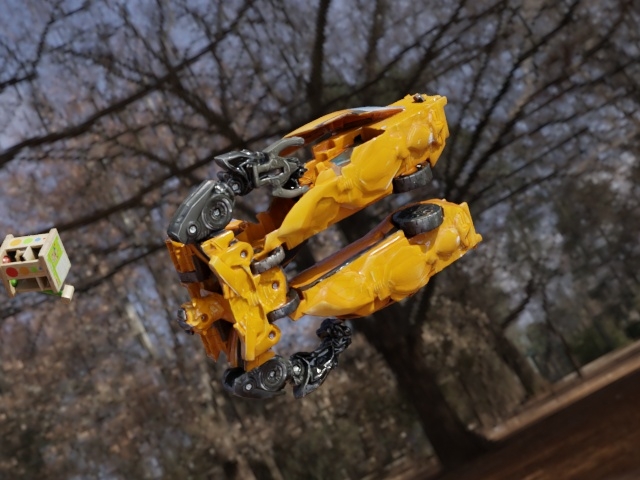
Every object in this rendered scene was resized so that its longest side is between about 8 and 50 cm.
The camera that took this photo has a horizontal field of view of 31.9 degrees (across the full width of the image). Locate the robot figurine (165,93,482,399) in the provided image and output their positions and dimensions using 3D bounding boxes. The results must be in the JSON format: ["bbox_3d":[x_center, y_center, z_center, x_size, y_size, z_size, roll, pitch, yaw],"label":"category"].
[{"bbox_3d":[0.000,0.000,0.916,0.291,0.211,0.085,-29,23,-29],"label":"robot figurine"}]

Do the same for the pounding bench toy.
[{"bbox_3d":[-0.317,0.038,1.243,0.065,0.052,0.083,-7,-56,11],"label":"pounding bench toy"}]
